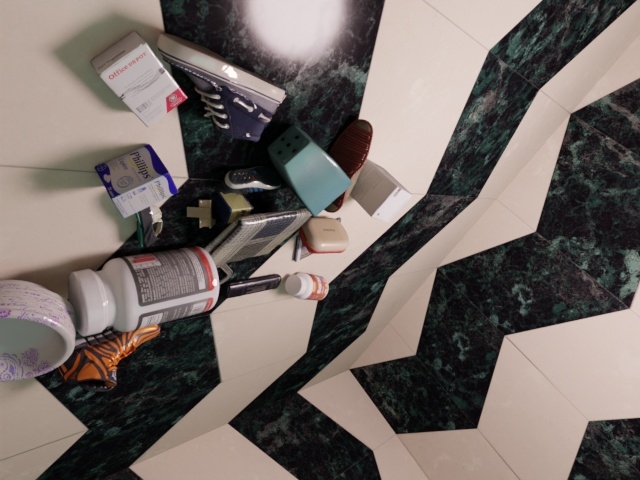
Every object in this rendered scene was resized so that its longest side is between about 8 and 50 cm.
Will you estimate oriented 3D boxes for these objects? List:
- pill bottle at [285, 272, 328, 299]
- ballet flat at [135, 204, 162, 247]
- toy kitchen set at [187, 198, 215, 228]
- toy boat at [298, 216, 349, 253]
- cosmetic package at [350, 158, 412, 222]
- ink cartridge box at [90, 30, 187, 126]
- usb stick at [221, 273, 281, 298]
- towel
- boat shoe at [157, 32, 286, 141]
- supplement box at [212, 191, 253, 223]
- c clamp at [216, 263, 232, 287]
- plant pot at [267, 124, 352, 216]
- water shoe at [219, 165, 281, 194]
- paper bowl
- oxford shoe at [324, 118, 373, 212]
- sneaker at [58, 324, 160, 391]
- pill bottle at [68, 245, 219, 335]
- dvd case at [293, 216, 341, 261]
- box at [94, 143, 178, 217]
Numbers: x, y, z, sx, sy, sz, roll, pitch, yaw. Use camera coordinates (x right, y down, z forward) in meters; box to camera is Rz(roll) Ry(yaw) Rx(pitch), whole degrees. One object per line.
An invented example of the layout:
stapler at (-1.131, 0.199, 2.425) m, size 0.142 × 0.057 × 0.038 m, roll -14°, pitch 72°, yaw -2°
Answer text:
pill bottle at (-0.064, 0.213, 1.908) m, size 0.121 × 0.121 × 0.216 m, roll -48°, pitch 151°, yaw 15°
ballet flat at (-0.460, -0.057, 1.106) m, size 0.074 × 0.074 × 0.203 m, roll -22°, pitch 153°, yaw -29°
toy kitchen set at (-0.355, -0.085, 1.240) m, size 0.068 × 0.075 × 0.083 m, roll 3°, pitch 103°, yaw -3°
toy boat at (0.000, 0.000, 1.659) m, size 0.231 × 0.151 × 0.151 m, roll 0°, pitch 149°, yaw -41°
cosmetic package at (0.224, -0.190, 1.610) m, size 0.151 × 0.184 × 0.151 m, roll -50°, pitch 150°, yaw 19°
ink cartridge box at (-0.364, -0.324, 0.842) m, size 0.109 × 0.063 × 0.150 m, roll -38°, pitch 151°, yaw -4°
usb stick at (-0.277, 0.185, 1.695) m, size 0.278 × 0.045 × 0.077 m, roll -6°, pitch 130°, yaw -46°
towel at (-0.221, -0.015, 1.388) m, size 0.312 × 0.056 × 0.324 m, roll -14°, pitch 162°, yaw -46°
boat shoe at (-0.227, -0.323, 0.936) m, size 0.340 × 0.127 × 0.158 m, roll 4°, pitch 122°, yaw -53°
supplement box at (-0.265, -0.102, 1.257) m, size 0.083 × 0.083 × 0.056 m, roll -11°, pitch 143°, yaw -43°
c clamp at (-0.388, 0.140, 1.521) m, size 0.137 × 0.022 × 0.161 m, roll -33°, pitch 151°, yaw -13°
plant pot at (-0.046, -0.227, 1.272) m, size 0.165 × 0.166 × 0.234 m, roll -41°, pitch 145°, yaw 2°
water shoe at (-0.212, -0.178, 1.251) m, size 0.203 × 0.073 × 0.080 m, roll -5°, pitch 163°, yaw -47°
paper bowl at (-0.754, 0.206, 1.003) m, size 0.284 × 0.148 × 0.284 m, roll -13°, pitch 139°, yaw -12°
oxford shoe at (0.092, -0.268, 1.455) m, size 0.348 × 0.123 × 0.130 m, roll -63°, pitch 173°, yaw 31°
sneaker at (-0.671, 0.389, 1.370) m, size 0.321 × 0.180 × 0.125 m, roll -18°, pitch 145°, yaw -34°
pill bottle at (-0.498, 0.141, 1.193) m, size 0.363 × 0.210 × 0.210 m, roll -9°, pitch 139°, yaw -43°
dvd case at (-0.013, -0.003, 1.770) m, size 0.221 × 0.018 × 0.164 m, roll -24°, pitch 148°, yaw -26°
box at (-0.426, -0.141, 0.964) m, size 0.137 × 0.126 × 0.072 m, roll -30°, pitch 149°, yaw -19°
